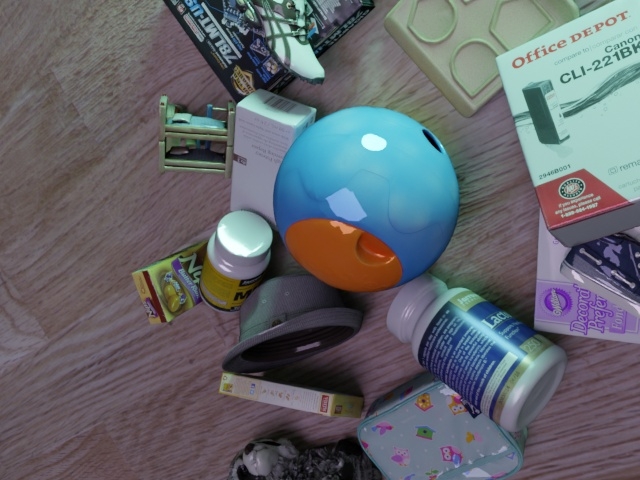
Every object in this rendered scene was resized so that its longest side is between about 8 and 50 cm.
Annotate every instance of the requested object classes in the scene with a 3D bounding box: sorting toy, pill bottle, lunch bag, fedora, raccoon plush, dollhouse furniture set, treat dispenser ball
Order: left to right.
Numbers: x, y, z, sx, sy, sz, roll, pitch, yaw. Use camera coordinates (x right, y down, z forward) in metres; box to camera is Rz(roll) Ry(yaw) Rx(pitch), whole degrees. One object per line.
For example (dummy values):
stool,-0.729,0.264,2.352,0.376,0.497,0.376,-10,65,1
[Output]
dollhouse furniture set,-0.230,-0.213,1.164,0.129,0.183,0.129,3,118,-12
pill bottle,-0.159,0.042,1.182,0.119,0.119,0.208,39,145,9
fedora,-0.061,0.145,1.176,0.275,0.244,0.124,-26,65,23
raccoon plush,-0.028,0.600,1.308,0.299,0.216,0.446,-11,102,36
treat dispenser ball,0.070,-0.063,0.982,0.288,0.288,0.288,8,110,23
lunch bag,0.225,0.357,1.148,0.279,0.108,0.224,-36,89,30
sorting toy,0.207,-0.372,0.961,0.307,0.041,0.229,50,125,4
pill bottle,0.244,0.170,1.019,0.265,0.153,0.153,34,120,36

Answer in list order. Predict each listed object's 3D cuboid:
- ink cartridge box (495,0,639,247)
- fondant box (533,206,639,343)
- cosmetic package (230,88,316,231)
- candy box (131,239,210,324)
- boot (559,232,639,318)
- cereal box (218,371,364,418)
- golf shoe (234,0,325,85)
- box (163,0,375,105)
ink cartridge box,0.372,-0.155,0.834,0.197,0.114,0.273,-21,65,28
fondant box,0.493,0.030,0.920,0.330,0.096,0.238,5,109,26
cosmetic package,-0.088,-0.138,1.115,0.117,0.085,0.231,23,131,16
candy box,-0.276,0.079,1.252,0.053,0.187,0.109,-12,102,32
boot,0.434,0.050,0.859,0.190,0.069,0.086,29,112,17
cereal box,-0.054,0.304,1.232,0.240,0.173,0.047,6,77,25
golf shoe,-0.049,-0.337,0.993,0.094,0.077,0.198,-40,90,30
box,-0.106,-0.422,1.072,0.293,0.073,0.295,-35,90,31
